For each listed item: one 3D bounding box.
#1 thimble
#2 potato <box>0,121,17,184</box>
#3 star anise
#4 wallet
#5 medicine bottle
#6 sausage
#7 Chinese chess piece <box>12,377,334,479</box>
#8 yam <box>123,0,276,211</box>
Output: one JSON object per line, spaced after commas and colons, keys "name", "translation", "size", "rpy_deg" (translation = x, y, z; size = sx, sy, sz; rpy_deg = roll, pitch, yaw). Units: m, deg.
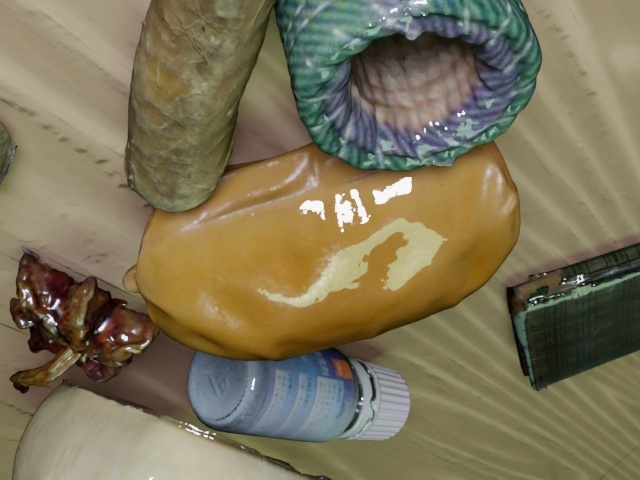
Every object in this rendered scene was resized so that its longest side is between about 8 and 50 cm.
{"name": "thimble", "translation": [0.039, -0.102, 0.558], "size": [0.118, 0.090, 0.135], "rpy_deg": [-30, 149, 22]}
{"name": "potato", "translation": [-0.189, -0.056, 0.583], "size": [0.037, 0.036, 0.093], "rpy_deg": [-55, 169, -4]}
{"name": "star anise", "translation": [-0.173, 0.069, 0.764], "size": [0.097, 0.070, 0.190], "rpy_deg": [20, 155, -15]}
{"name": "wallet", "translation": [0.321, 0.034, 0.998], "size": [0.317, 0.044, 0.169], "rpy_deg": [-20, 147, 3]}
{"name": "medicine bottle", "translation": [-0.011, 0.126, 0.937], "size": [0.083, 0.083, 0.203], "rpy_deg": [-35, 146, 30]}
{"name": "sausage", "translation": [0.000, 0.000, 0.686], "size": [0.241, 0.120, 0.136], "rpy_deg": [-19, 137, 4]}
{"name": "Chinese chess piece", "translation": [-0.108, 0.190, 0.865], "size": [0.249, 0.103, 0.250], "rpy_deg": [21, 168, 5]}
{"name": "yam", "translation": [-0.049, -0.118, 0.514], "size": [0.066, 0.066, 0.300], "rpy_deg": [-6, 148, -19]}
